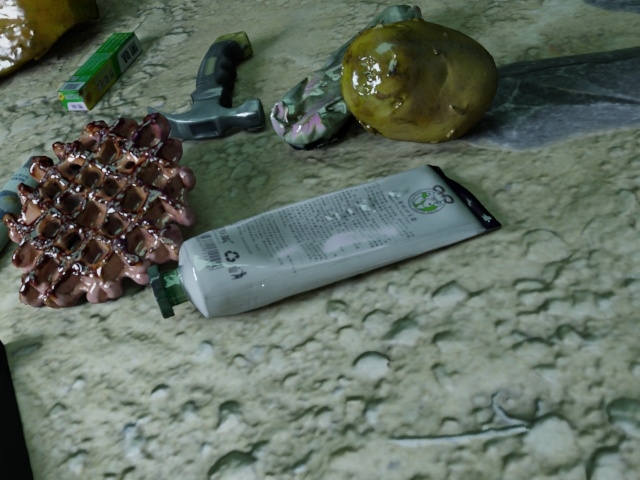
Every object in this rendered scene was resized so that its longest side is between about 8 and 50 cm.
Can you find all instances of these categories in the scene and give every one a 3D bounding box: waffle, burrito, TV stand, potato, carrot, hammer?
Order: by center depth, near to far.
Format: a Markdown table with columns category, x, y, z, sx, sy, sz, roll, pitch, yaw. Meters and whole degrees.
| category | x | y | z | sx | sy | sz | roll | pitch | yaw |
| --- | --- | --- | --- | --- | --- | --- | --- | --- | --- |
| TV stand | -0.287 | 0.163 | 0.643 | 0.040 | 0.049 | 0.256 | -26 | 41 | -13 |
| waffle | -0.240 | -0.038 | 0.813 | 0.221 | 0.055 | 0.234 | -19 | 60 | 7 |
| potato | 0.105 | -0.177 | 0.829 | 0.176 | 0.137 | 0.137 | 14 | 38 | -17 |
| burrito | 0.049 | -0.215 | 0.942 | 0.096 | 0.066 | 0.309 | 17 | 50 | 29 |
| hammer | -0.145 | -0.216 | 1.027 | 0.159 | 0.041 | 0.226 | -5 | 43 | 10 |
| carrot | -0.508 | -0.444 | 1.266 | 0.242 | 0.340 | 0.241 | -2 | 13 | 0 |

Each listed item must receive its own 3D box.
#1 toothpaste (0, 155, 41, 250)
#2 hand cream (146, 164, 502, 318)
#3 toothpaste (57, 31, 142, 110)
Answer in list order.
| category | x | y | z | sx | sy | sz | roll | pitch | yaw |
| --- | --- | --- | --- | --- | --- | --- | --- | --- | --- |
| toothpaste | -0.390 | -0.013 | 0.883 | 0.062 | 0.039 | 0.239 | 6 | 47 | 14 |
| hand cream | 0.000 | 0.000 | 0.731 | 0.336 | 0.076 | 0.121 | -18 | 46 | -12 |
| toothpaste | -0.337 | -0.263 | 1.144 | 0.043 | 0.037 | 0.178 | 0 | 43 | 23 |
